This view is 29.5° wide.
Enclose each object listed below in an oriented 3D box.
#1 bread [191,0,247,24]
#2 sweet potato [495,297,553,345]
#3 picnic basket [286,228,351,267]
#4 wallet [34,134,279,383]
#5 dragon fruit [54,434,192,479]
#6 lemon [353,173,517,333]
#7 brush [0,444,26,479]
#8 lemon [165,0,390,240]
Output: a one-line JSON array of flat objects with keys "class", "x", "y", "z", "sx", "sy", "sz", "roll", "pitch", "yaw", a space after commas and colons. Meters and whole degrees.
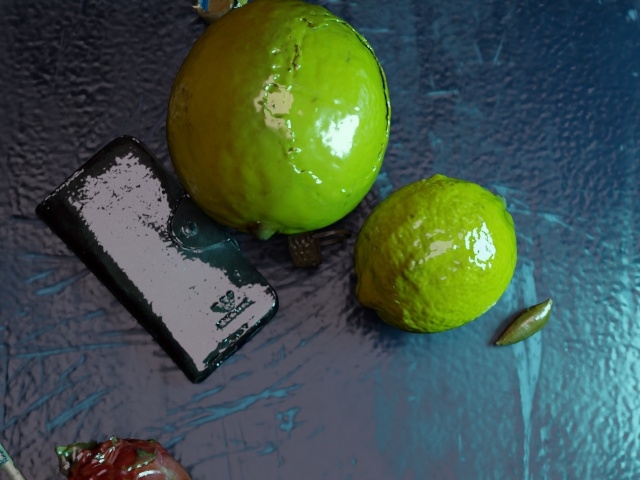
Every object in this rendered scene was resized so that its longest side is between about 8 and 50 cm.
[{"class": "bread", "x": -0.130, "y": -0.347, "z": 1.677, "sx": 0.072, "sy": 0.053, "sz": 0.106, "roll": 0, "pitch": 74, "yaw": 21}, {"class": "sweet potato", "x": 0.270, "y": 0.111, "z": 1.604, "sx": 0.095, "sy": 0.034, "sz": 0.034, "roll": -37, "pitch": 81, "yaw": 1}, {"class": "picnic basket", "x": 0.000, "y": 0.000, "z": 1.592, "sx": 0.083, "sy": 0.072, "sz": 0.072, "roll": -12, "pitch": 78, "yaw": 5}, {"class": "wallet", "x": -0.208, "y": 0.019, "z": 1.594, "sx": 0.172, "sy": 0.045, "sz": 0.318, "roll": -42, "pitch": 84, "yaw": -9}, {"class": "dragon fruit", "x": -0.231, "y": 0.328, "z": 1.461, "sx": 0.172, "sy": 0.172, "sz": 0.210, "roll": -20, "pitch": 79, "yaw": -7}, {"class": "lemon", "x": 0.145, "y": 0.018, "z": 1.537, "sx": 0.231, "sy": 0.192, "sz": 0.192, "roll": -34, "pitch": 81, "yaw": -9}, {"class": "brush", "x": -0.395, "y": 0.287, "z": 1.541, "sx": 0.016, "sy": 0.013, "sz": 0.084, "roll": -36, "pitch": 83, "yaw": -12}, {"class": "lemon", "x": -0.051, "y": -0.152, "z": 1.517, "sx": 0.297, "sy": 0.297, "sz": 0.297, "roll": 1, "pitch": 77, "yaw": -3}]
